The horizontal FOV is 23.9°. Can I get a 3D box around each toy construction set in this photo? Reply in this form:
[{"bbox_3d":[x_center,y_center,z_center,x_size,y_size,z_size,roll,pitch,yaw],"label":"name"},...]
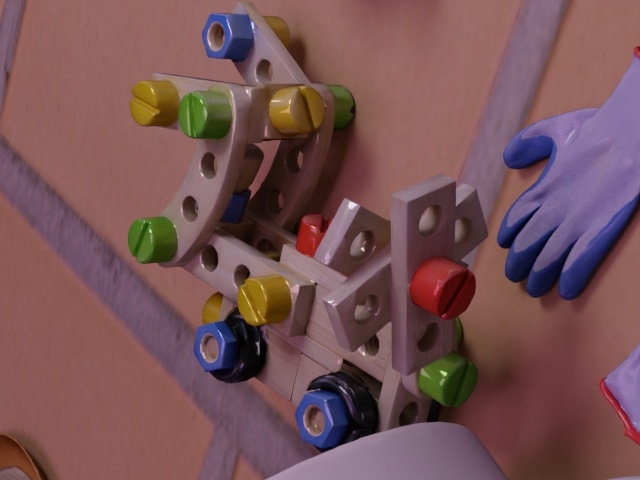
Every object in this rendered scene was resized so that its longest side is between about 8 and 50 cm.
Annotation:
[{"bbox_3d":[0.000,0.000,0.887,0.328,0.151,0.215,39,122,55],"label":"toy construction set"}]

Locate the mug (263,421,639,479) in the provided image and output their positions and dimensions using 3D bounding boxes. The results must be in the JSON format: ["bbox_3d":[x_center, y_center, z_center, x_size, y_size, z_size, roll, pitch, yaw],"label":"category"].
[{"bbox_3d":[0.088,0.270,0.720,0.374,0.276,0.328,-39,64,10],"label":"mug"}]

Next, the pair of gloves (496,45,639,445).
[{"bbox_3d":[0.162,0.000,0.774,0.198,0.023,0.159,55,131,32],"label":"pair of gloves"}]

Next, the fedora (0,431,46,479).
[{"bbox_3d":[-0.295,0.262,1.300,0.194,0.079,0.194,5,96,51],"label":"fedora"}]
